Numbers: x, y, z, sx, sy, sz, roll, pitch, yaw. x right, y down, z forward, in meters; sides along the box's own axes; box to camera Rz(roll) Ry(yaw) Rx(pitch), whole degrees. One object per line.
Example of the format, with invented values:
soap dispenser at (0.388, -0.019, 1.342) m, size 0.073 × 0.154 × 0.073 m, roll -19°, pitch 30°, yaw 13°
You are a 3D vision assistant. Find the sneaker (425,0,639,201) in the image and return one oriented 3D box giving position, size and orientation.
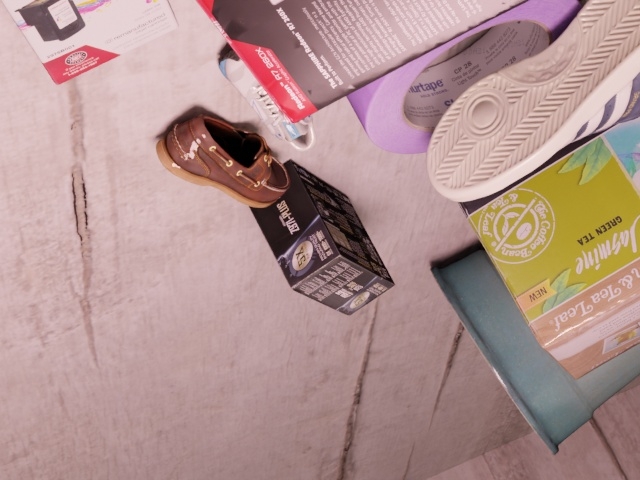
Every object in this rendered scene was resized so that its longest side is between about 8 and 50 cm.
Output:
sneaker at (0.280, -0.152, 1.569) m, size 0.350 × 0.131 × 0.148 m, roll -37°, pitch 150°, yaw 20°

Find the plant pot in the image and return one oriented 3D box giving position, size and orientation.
plant pot at (0.400, 0.096, 2.164) m, size 0.334 × 0.341 × 0.341 m, roll -33°, pitch 155°, yaw 5°

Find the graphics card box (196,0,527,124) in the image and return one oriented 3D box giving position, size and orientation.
graphics card box at (0.066, -0.275, 1.150) m, size 0.371 × 0.094 × 0.233 m, roll -26°, pitch 117°, yaw 25°

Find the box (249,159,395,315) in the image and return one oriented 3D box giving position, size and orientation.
box at (0.000, 0.000, 1.779) m, size 0.077 × 0.147 × 0.180 m, roll -34°, pitch 156°, yaw 14°

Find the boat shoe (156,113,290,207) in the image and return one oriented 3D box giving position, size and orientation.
boat shoe at (-0.092, -0.090, 1.596) m, size 0.073 × 0.073 × 0.207 m, roll -36°, pitch 155°, yaw 23°

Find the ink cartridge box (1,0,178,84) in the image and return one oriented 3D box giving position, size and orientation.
ink cartridge box at (-0.209, -0.226, 1.209) m, size 0.127 × 0.072 × 0.175 m, roll -26°, pitch 156°, yaw -2°

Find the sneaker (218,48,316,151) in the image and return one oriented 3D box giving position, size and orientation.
sneaker at (-0.044, -0.152, 1.516) m, size 0.071 × 0.083 × 0.190 m, roll -30°, pitch 154°, yaw 10°

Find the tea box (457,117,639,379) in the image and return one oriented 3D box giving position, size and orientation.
tea box at (0.378, -0.048, 1.860) m, size 0.329 × 0.324 × 0.220 m, roll -33°, pitch 155°, yaw 10°

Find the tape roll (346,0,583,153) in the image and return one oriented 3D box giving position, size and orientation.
tape roll at (0.156, -0.215, 1.587) m, size 0.274 × 0.090 × 0.275 m, roll -23°, pitch 156°, yaw -11°
